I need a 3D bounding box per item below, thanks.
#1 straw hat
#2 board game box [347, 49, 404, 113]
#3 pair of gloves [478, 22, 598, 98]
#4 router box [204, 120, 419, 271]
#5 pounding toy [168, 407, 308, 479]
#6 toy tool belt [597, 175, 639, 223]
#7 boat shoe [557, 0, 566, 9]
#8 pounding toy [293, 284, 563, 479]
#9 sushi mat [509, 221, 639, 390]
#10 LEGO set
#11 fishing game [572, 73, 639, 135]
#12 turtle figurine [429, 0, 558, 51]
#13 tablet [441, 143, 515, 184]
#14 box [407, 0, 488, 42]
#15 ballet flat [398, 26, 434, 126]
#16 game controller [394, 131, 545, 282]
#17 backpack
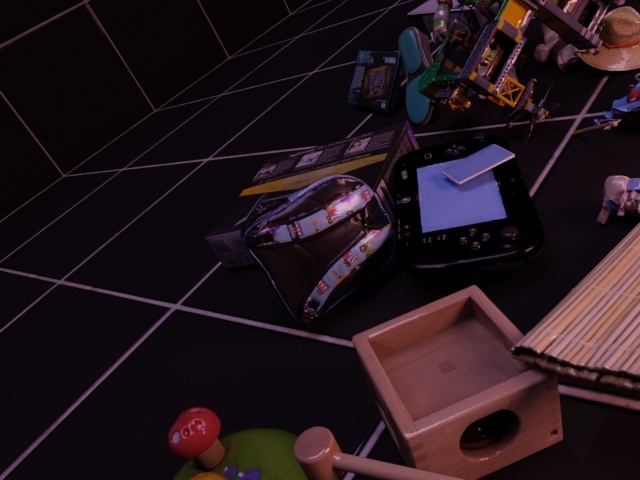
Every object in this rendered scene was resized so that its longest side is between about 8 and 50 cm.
[{"bbox_3d":[0.487,-0.341,0.949,0.144,0.061,0.144,-12,46,13],"label":"straw hat"},{"bbox_3d":[0.123,-0.356,1.307,0.026,0.126,0.186,6,15,-27],"label":"board game box"},{"bbox_3d":[0.400,-0.347,1.108,0.240,0.042,0.204,-22,31,17],"label":"pair of gloves"},{"bbox_3d":[-0.007,-0.072,0.978,0.308,0.081,0.243,-10,33,33],"label":"router box"},{"bbox_3d":[-0.113,0.240,0.518,0.183,0.110,0.237,8,45,50],"label":"pounding toy"},{"bbox_3d":[0.347,-0.040,0.640,0.083,0.052,0.051,5,74,52],"label":"toy tool belt"},{"bbox_3d":[0.526,-0.482,1.213,0.043,0.049,0.137,-33,32,-3],"label":"boat shoe"},{"bbox_3d":[0.085,0.156,0.480,0.206,0.094,0.181,-22,32,-6],"label":"pounding toy"},{"bbox_3d":[0.296,0.013,0.463,0.316,0.019,0.151,-33,19,-30],"label":"sushi mat"},{"bbox_3d":[0.332,-0.319,0.959,0.331,0.192,0.255,-64,18,-2],"label":"LEGO set"},{"bbox_3d":[0.461,-0.225,0.778,0.264,0.041,0.189,-34,3,11],"label":"fishing game"},{"bbox_3d":[0.330,-0.454,1.206,0.197,0.275,0.266,4,20,-35],"label":"turtle figurine"},{"bbox_3d":[0.205,-0.100,0.770,0.083,0.006,0.054,-28,29,-3],"label":"tablet"},{"bbox_3d":[0.368,-0.570,1.462,0.169,0.087,0.290,-34,28,-10],"label":"box"},{"bbox_3d":[0.204,-0.320,1.158,0.072,0.068,0.213,-22,69,44],"label":"ballet flat"},{"bbox_3d":[0.180,-0.054,0.766,0.166,0.067,0.319,-3,32,9],"label":"game controller"},{"bbox_3d":[0.000,0.000,0.767,0.173,0.158,0.117,-35,12,-7],"label":"backpack"}]
